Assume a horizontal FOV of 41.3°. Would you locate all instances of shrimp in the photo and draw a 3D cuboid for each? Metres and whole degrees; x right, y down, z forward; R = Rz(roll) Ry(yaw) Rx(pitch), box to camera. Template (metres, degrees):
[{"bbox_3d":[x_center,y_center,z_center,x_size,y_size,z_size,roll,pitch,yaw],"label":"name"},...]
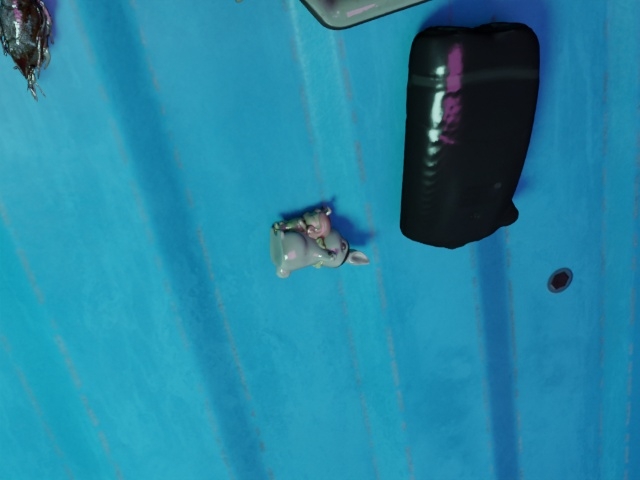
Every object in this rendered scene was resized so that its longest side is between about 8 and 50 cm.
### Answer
[{"bbox_3d":[-0.344,-0.243,0.996,0.057,0.065,0.165,10,123,7],"label":"shrimp"}]

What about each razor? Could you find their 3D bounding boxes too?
[{"bbox_3d":[0.217,-0.150,1.256,0.204,0.113,0.349,-12,122,-20],"label":"razor"}]

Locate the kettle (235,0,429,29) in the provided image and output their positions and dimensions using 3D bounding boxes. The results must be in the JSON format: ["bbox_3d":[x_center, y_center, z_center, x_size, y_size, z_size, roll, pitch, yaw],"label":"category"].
[{"bbox_3d":[0.048,-0.398,0.989,0.377,0.250,0.361,-15,143,-18],"label":"kettle"}]

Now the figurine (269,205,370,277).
[{"bbox_3d":[0.003,0.001,1.268,0.146,0.081,0.098,-7,120,-19],"label":"figurine"}]
